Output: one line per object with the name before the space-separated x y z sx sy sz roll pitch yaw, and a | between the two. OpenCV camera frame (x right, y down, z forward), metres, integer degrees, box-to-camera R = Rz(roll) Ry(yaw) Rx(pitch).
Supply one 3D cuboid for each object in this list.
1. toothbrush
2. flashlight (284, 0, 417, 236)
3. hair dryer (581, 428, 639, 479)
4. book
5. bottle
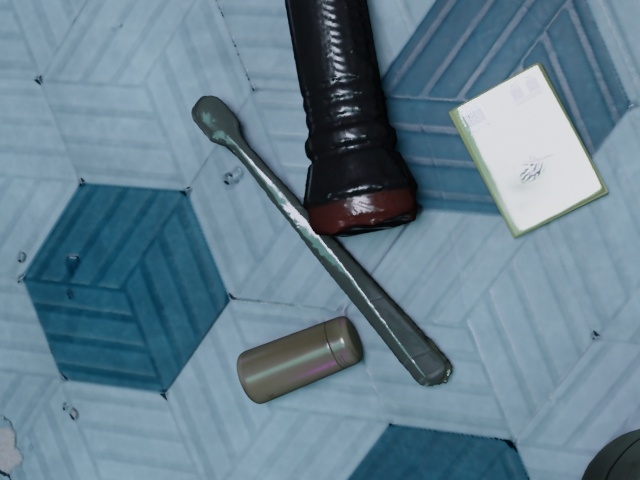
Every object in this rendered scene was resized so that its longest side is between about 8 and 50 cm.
toothbrush | 0.000 0.000 0.740 0.030 0.030 0.297 -41 84 5
flashlight | 0.016 -0.121 0.703 0.093 0.093 0.231 -10 86 15
hair dryer | 0.298 0.077 0.605 0.128 0.203 0.362 28 82 12
book | 0.156 -0.067 0.701 0.077 0.014 0.111 -27 86 17
bottle | -0.016 0.095 0.742 0.096 0.045 0.045 -22 88 14
